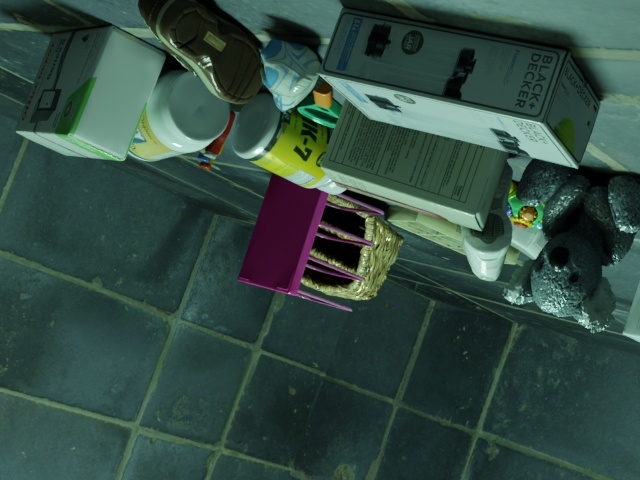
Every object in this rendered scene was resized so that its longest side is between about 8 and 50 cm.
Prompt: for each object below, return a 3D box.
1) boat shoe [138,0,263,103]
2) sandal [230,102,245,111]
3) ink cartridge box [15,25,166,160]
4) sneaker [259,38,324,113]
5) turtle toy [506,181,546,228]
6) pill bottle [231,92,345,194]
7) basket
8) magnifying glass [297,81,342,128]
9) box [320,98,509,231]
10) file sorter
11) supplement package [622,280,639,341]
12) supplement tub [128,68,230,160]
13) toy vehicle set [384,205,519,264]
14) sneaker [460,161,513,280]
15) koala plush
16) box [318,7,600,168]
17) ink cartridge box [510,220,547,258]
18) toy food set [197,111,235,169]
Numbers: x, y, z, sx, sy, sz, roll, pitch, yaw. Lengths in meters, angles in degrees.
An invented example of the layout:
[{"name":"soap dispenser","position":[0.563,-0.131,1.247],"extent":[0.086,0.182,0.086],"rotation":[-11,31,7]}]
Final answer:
[{"name":"boat shoe","position":[-0.165,-0.278,1.649],"extent":[0.095,0.095,0.257],"rotation":[32,174,29]},{"name":"sandal","position":[-0.202,-0.250,2.150],"extent":[0.179,0.040,0.067],"rotation":[18,173,20]},{"name":"ink cartridge box","position":[-0.401,-0.251,2.040],"extent":[0.114,0.198,0.273],"rotation":[24,172,-33]},{"name":"sneaker","position":[-0.045,-0.236,1.664],"extent":[0.086,0.085,0.237],"rotation":[46,177,0]},{"name":"turtle toy","position":[0.335,-0.056,2.003],"extent":[0.130,0.066,0.095],"rotation":[15,172,40]},{"name":"pill bottle","position":[-0.038,-0.161,2.038],"extent":[0.208,0.119,0.119],"rotation":[24,173,-35]},{"name":"basket","position":[0.000,0.000,2.722],"extent":[0.299,0.213,0.223],"rotation":[27,177,27]},{"name":"magnifying glass","position":[0.005,-0.215,1.879],"extent":[0.092,0.026,0.231],"rotation":[20,173,4]},{"name":"box","position":[0.140,-0.123,1.673],"extent":[0.232,0.149,0.127],"rotation":[19,174,15]},{"name":"file sorter","position":[0.000,-0.022,2.360],"extent":[0.182,0.291,0.202],"rotation":[21,174,-33]},{"name":"supplement package","position":[0.635,0.096,1.763],"extent":[0.199,0.198,0.262],"rotation":[23,173,-28]},{"name":"supplement tub","position":[-0.260,-0.218,2.061],"extent":[0.144,0.144,0.199],"rotation":[24,162,-32]},{"name":"toy vehicle set","position":[0.293,-0.013,2.650],"extent":[0.267,0.035,0.166],"rotation":[22,174,-20]},{"name":"sneaker","position":[0.243,-0.034,1.796],"extent":[0.090,0.232,0.115],"rotation":[4,136,7]},{"name":"koala plush","position":[0.383,0.016,1.766],"extent":[0.196,0.221,0.203],"rotation":[17,173,25]},{"name":"box","position":[0.164,-0.179,1.393],"extent":[0.290,0.087,0.169],"rotation":[17,173,28]},{"name":"ink cartridge box","position":[0.352,-0.035,2.306],"extent":[0.224,0.056,0.181],"rotation":[38,-176,31]},{"name":"toy food set","position":[-0.161,-0.184,2.291],"extent":[0.232,0.104,0.111],"rotation":[15,172,41]}]
